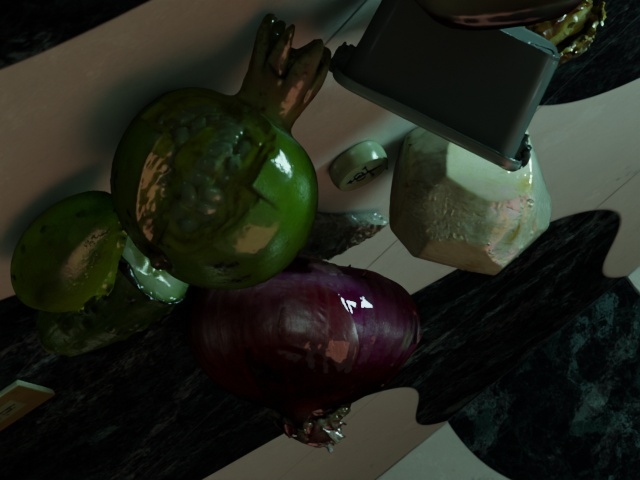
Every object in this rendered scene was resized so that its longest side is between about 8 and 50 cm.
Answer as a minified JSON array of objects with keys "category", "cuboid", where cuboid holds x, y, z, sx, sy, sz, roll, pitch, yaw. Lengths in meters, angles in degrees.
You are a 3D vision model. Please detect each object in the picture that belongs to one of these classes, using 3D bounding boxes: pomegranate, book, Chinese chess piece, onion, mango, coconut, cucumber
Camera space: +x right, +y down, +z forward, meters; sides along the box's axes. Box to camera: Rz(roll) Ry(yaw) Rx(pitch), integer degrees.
[{"category":"pomegranate","cuboid":[-0.091,-0.094,1.660,0.302,0.236,0.236,-59,161,-4]},{"category":"book","cuboid":[-0.476,0.257,2.217,0.172,0.012,0.118,-34,162,6]},{"category":"Chinese chess piece","cuboid":[0.052,-0.101,2.118,0.084,0.034,0.084,-27,161,-10]},{"category":"onion","cuboid":[-0.025,0.165,2.232,0.347,0.285,0.347,-5,169,-1]},{"category":"mango","cuboid":[-0.284,0.010,1.758,0.119,0.100,0.178,2,137,-46]},{"category":"coconut","cuboid":[0.216,-0.064,2.157,0.241,0.241,0.241,-29,161,-11]},{"category":"cucumber","cuboid":[-0.277,0.075,1.914,0.244,0.134,0.134,-40,161,33]}]

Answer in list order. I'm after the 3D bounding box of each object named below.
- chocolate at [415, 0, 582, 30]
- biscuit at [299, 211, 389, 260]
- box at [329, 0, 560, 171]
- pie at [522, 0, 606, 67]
[{"category":"chocolate","cuboid":[0.194,-0.321,1.526,0.283,0.186,0.283,-26,160,-10]},{"category":"biscuit","cuboid":[-0.004,0.002,2.294,0.133,0.032,0.250,-40,160,27]},{"category":"box","cuboid":[0.144,-0.192,1.690,0.135,0.243,0.163,-62,-179,15]},{"category":"pie","cuboid":[0.212,-0.222,1.893,0.308,0.085,0.308,-22,178,-1]}]
